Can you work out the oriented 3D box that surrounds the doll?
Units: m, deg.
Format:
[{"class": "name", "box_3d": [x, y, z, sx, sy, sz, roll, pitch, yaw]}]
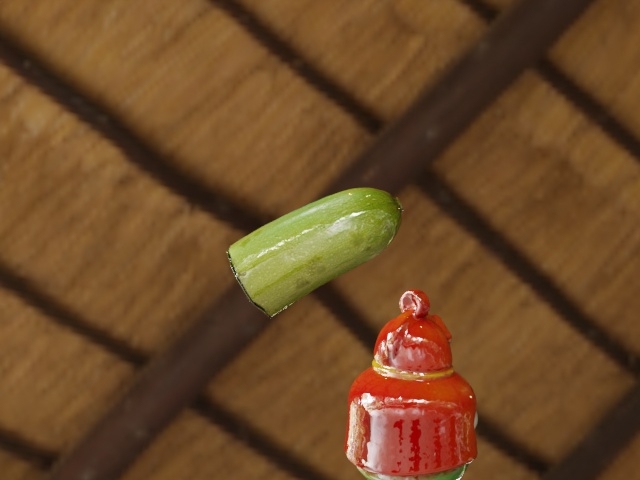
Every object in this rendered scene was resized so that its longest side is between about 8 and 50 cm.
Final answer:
[{"class": "doll", "box_3d": [0.117, 0.241, 2.424, 0.160, 0.363, 0.183, -8, 13, -42]}]

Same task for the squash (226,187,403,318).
[{"class": "squash", "box_3d": [0.000, 0.000, 1.993, 0.188, 0.095, 0.095, -30, -41, 10]}]
